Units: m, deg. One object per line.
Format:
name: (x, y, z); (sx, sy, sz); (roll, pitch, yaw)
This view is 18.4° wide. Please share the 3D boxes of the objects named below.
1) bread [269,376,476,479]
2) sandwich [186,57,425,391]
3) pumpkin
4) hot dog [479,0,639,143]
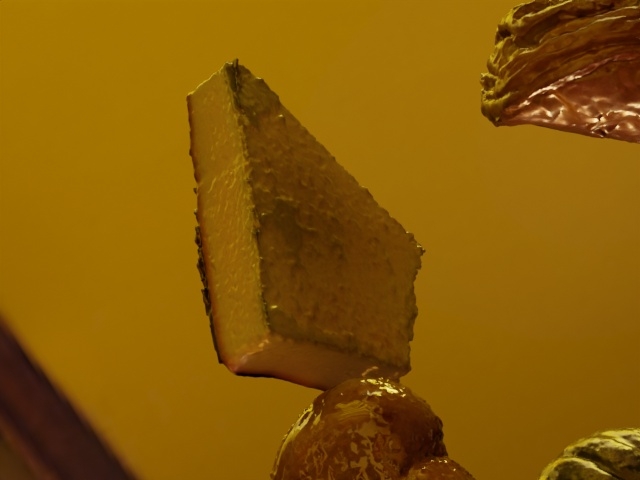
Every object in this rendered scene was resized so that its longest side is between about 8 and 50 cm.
bread: (0.073, 0.241, 1.113); (0.084, 0.124, 0.344); (-4, 68, -62)
sandwich: (0.000, 0.000, 1.208); (0.162, 0.058, 0.193); (17, 52, -40)
pumpkin: (0.280, 0.277, 1.808); (0.162, 0.220, 0.220); (18, -17, 46)
hot dog: (0.269, -0.133, 1.590); (0.196, 0.272, 0.122); (-175, -90, -83)
